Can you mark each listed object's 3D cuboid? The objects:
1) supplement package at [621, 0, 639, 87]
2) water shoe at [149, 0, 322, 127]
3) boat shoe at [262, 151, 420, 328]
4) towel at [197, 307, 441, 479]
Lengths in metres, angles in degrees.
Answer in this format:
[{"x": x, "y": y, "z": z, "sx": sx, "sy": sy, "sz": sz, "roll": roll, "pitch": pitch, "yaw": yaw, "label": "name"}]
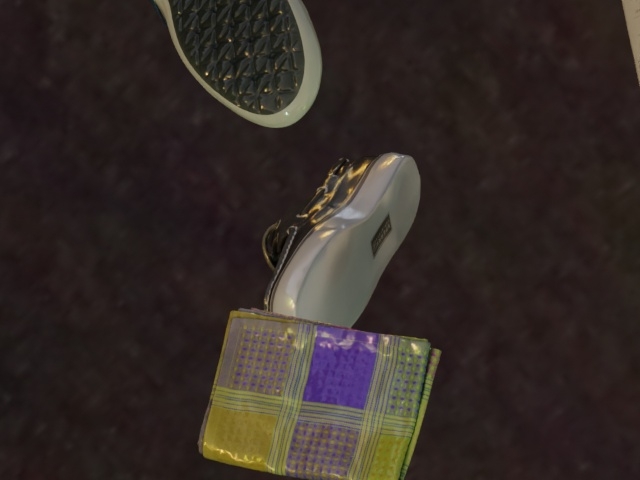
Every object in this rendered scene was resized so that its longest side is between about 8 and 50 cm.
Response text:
[{"x": 0.221, "y": -0.069, "z": 0.908, "sx": 0.105, "sy": 0.105, "sz": 0.179, "roll": -8, "pitch": 84, "yaw": -33, "label": "supplement package"}, {"x": -0.054, "y": -0.137, "z": 1.111, "sx": 0.203, "sy": 0.073, "sz": 0.080, "roll": 51, "pitch": 10, "yaw": 27, "label": "water shoe"}, {"x": 0.000, "y": 0.000, "z": 1.390, "sx": 0.228, "sy": 0.076, "sz": 0.080, "roll": -55, "pitch": 142, "yaw": -50, "label": "boat shoe"}, {"x": -0.002, "y": 0.057, "z": 0.714, "sx": 0.009, "sy": 0.083, "sz": 0.060, "roll": 49, "pitch": 54, "yaw": -61, "label": "towel"}]
